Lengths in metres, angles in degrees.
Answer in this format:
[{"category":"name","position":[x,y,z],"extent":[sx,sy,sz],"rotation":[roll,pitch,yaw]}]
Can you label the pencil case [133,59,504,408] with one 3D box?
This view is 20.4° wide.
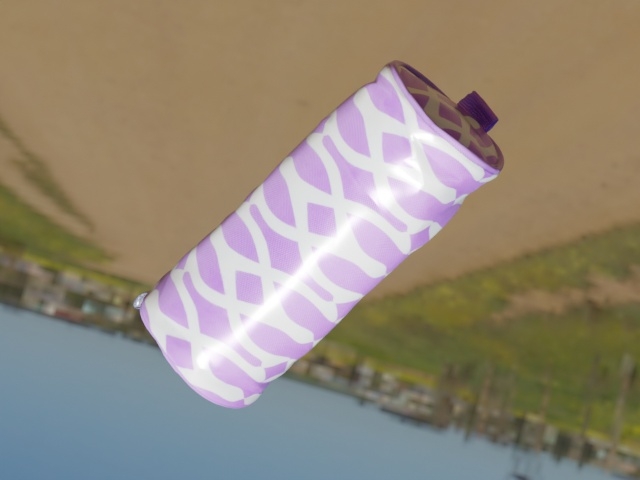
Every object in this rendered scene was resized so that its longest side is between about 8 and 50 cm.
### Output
[{"category":"pencil case","position":[0.000,0.000,0.911],"extent":[0.086,0.206,0.088],"rotation":[56,-160,21]}]
